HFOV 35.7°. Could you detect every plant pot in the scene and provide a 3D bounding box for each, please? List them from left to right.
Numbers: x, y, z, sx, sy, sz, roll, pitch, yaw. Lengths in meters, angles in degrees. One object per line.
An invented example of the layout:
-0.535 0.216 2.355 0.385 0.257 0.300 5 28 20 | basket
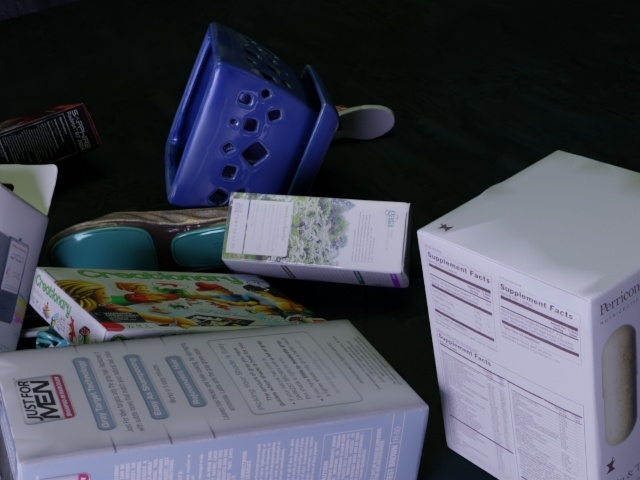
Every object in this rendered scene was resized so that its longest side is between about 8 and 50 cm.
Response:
-0.105 -0.173 1.532 0.212 0.236 0.236 16 23 -18 | plant pot

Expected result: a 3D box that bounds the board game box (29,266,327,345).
-0.154 0.089 1.149 0.305 0.053 0.193 4 16 -39 | board game box

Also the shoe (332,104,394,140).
0.042 -0.217 1.755 0.178 0.063 0.081 -11 33 9 | shoe

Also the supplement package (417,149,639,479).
0.242 0.089 0.932 0.199 0.262 0.198 -28 33 -28 | supplement package

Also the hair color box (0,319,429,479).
-0.108 0.179 0.943 0.374 0.113 0.185 -3 24 -24 | hair color box

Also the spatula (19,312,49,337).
-0.380 0.094 1.330 0.242 0.019 0.168 -10 17 39 | spatula

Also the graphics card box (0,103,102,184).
-0.603 -0.144 1.766 0.371 0.094 0.233 -26 18 -24 | graphics card box

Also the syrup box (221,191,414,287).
0.000 0.000 1.287 0.237 0.096 0.093 4 75 9 | syrup box

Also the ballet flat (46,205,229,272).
-0.228 0.001 1.427 0.316 0.107 0.106 -2 24 -7 | ballet flat

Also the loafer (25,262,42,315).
-0.436 0.044 1.375 0.096 0.084 0.267 -28 19 -33 | loafer

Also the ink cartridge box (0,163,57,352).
-0.468 0.043 1.211 0.207 0.119 0.353 1 68 20 | ink cartridge box

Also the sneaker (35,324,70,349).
-0.314 0.154 1.164 0.107 0.110 0.275 5 33 27 | sneaker
